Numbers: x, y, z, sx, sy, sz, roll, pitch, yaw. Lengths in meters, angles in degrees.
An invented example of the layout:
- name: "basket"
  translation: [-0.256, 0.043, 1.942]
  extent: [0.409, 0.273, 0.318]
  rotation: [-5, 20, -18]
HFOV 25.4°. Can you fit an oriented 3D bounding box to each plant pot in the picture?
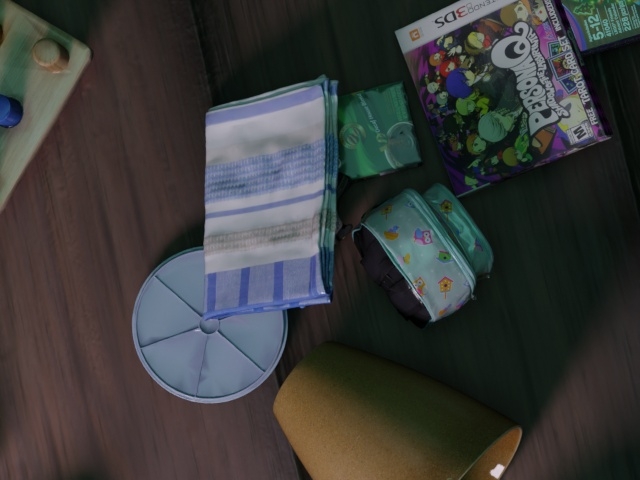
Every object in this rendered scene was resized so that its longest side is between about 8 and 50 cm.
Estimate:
- name: "plant pot"
  translation: [0.074, 0.241, 1.717]
  extent: [0.254, 0.237, 0.237]
  rotation: [38, 90, 20]

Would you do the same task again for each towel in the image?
- name: "towel"
  translation: [-0.067, -0.052, 1.756]
  extent: [0.209, 0.034, 0.285]
  rotation: [-10, 72, 35]

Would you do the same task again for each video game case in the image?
- name: "video game case"
  translation: [0.225, -0.197, 1.768]
  extent: [0.210, 0.042, 0.232]
  rotation: [-22, 85, 27]

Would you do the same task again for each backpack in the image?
- name: "backpack"
  translation: [0.126, 0.016, 1.728]
  extent: [0.144, 0.188, 0.166]
  rotation: [-34, 84, 2]

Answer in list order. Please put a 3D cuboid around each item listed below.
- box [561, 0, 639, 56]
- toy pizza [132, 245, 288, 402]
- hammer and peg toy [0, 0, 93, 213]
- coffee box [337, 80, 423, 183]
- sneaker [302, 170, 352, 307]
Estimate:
- name: "box"
  translation: [0.324, -0.382, 1.799]
  extent: [0.201, 0.057, 0.293]
  rotation: [-17, 86, 5]
- name: "toy pizza"
  translation: [-0.141, 0.107, 1.823]
  extent: [0.201, 0.032, 0.201]
  rotation: [0, 88, 4]
- name: "hammer and peg toy"
  translation: [-0.479, -0.148, 1.818]
  extent: [0.266, 0.127, 0.361]
  rotation: [30, 90, 4]
- name: "coffee box"
  translation: [0.031, -0.127, 1.817]
  extent: [0.184, 0.040, 0.113]
  rotation: [-13, 87, 4]
- name: "sneaker"
  translation: [0.000, 0.000, 1.788]
  extent: [0.078, 0.067, 0.188]
  rotation: [7, 105, -20]
